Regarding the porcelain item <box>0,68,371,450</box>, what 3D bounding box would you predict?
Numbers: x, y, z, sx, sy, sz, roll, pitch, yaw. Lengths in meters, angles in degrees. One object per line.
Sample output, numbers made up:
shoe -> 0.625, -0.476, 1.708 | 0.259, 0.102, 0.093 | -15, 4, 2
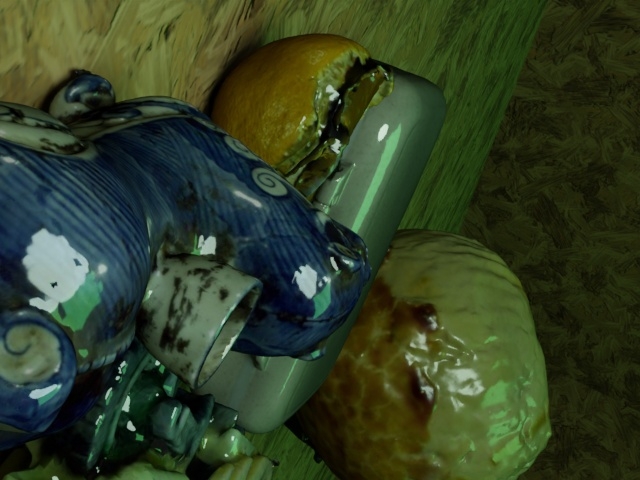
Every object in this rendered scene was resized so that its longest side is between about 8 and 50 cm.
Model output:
porcelain item -> -0.094, 0.013, 0.448 | 0.138, 0.186, 0.288 | -65, 168, 16

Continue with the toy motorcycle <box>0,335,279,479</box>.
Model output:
toy motorcycle -> -0.140, 0.207, 0.739 | 0.410, 0.169, 0.237 | 83, 28, -61

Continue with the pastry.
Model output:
pastry -> 0.114, 0.173, 1.314 | 0.388, 0.313, 0.388 | 170, -90, -77

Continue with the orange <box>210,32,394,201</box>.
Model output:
orange -> -0.025, -0.086, 0.733 | 0.170, 0.112, 0.160 | -42, -177, 7

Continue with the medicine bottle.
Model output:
medicine bottle -> 0.000, 0.000, 0.999 | 0.375, 0.123, 0.282 | -67, 167, 13

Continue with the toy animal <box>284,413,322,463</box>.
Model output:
toy animal -> 0.022, 0.227, 1.557 | 0.245, 0.146, 0.114 | -59, 162, -31
